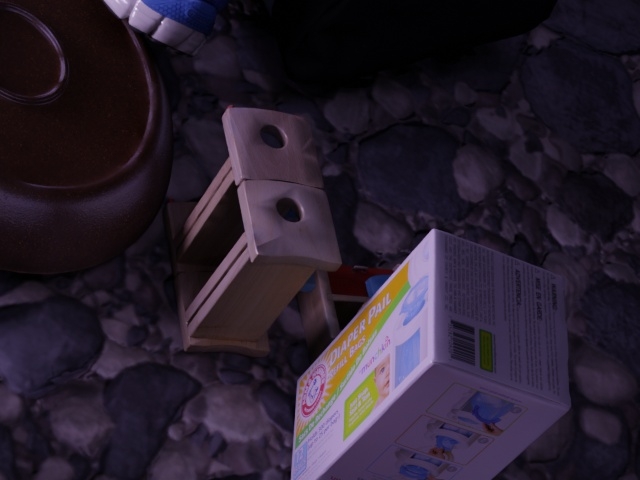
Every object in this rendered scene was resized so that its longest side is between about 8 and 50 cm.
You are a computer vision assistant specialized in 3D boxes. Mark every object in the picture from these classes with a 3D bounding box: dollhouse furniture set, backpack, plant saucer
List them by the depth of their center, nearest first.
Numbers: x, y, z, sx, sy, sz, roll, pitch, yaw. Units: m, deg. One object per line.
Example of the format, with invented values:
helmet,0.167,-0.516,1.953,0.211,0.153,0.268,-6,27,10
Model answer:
plant saucer,-0.226,-0.122,1.321,0.310,0.050,0.311,23,49,-29
dollhouse furniture set,0.000,0.000,1.343,0.183,0.129,0.129,6,54,-27
backpack,0.023,-0.340,1.560,0.290,0.273,0.355,-15,53,-31

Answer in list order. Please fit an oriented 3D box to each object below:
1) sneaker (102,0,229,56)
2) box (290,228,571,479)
sneaker,-0.127,-0.297,1.443,0.130,0.147,0.330,22,32,-53
box,0.069,0.104,1.256,0.103,0.203,0.114,20,47,-19
